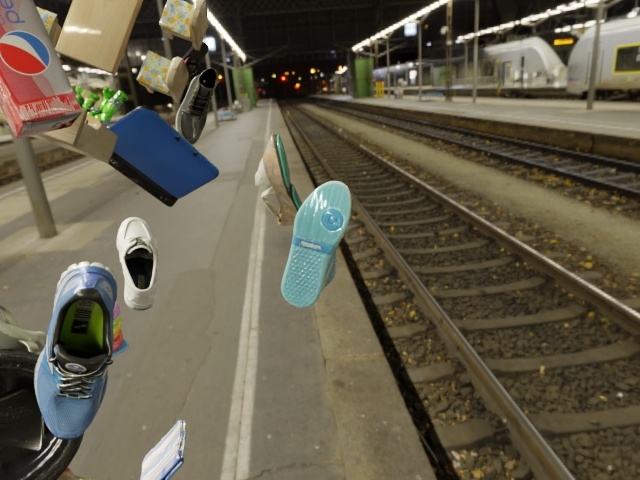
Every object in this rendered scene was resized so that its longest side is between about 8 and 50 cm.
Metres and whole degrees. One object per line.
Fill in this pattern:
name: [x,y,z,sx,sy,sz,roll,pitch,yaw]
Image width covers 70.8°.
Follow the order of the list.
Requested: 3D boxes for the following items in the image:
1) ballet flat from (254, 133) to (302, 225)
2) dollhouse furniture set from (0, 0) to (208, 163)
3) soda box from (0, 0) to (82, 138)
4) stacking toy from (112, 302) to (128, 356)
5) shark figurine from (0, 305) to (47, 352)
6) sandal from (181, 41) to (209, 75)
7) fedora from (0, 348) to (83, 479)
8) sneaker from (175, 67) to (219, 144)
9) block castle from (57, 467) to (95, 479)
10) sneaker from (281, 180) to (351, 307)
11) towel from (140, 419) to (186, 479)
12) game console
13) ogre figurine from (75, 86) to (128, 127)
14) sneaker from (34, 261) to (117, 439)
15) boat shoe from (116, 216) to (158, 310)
ballet flat: [-0.126,-0.154,1.280,0.106,0.316,0.107,-11,42,6]
dollhouse furniture set: [-0.461,-0.378,0.877,0.362,0.394,0.256,20,-1,-11]
soda box: [-0.439,-0.286,0.631,0.083,0.263,0.092,-28,15,-37]
stacking toy: [-0.744,0.261,1.539,0.175,0.302,0.166,40,31,19]
shark figurine: [-0.686,0.188,0.902,0.116,0.278,0.166,-49,36,-12]
sandal: [-0.413,-0.556,1.427,0.179,0.040,0.067,-31,-16,39]
fedora: [-0.646,0.376,0.871,0.334,0.334,0.152,-21,-14,-40]
sneaker: [-0.362,-0.393,1.313,0.083,0.222,0.118,14,-5,-26]
block castle: [-0.553,0.683,0.806,0.213,0.453,0.303,6,9,14]
sneaker: [0.000,0.000,1.152,0.127,0.319,0.208,24,10,8]
towel: [-0.536,0.743,1.515,0.209,0.034,0.285,-47,14,-9]
game console: [-0.465,-0.239,1.201,0.250,0.293,0.173,35,83,38]
ogre figurine: [-0.626,-0.355,1.241,0.197,0.118,0.097,9,-16,4]
sneaker: [-0.437,0.211,0.794,0.130,0.330,0.147,6,12,-24]
boat shoe: [-0.414,0.033,1.038,0.095,0.084,0.258,-4,53,-31]
